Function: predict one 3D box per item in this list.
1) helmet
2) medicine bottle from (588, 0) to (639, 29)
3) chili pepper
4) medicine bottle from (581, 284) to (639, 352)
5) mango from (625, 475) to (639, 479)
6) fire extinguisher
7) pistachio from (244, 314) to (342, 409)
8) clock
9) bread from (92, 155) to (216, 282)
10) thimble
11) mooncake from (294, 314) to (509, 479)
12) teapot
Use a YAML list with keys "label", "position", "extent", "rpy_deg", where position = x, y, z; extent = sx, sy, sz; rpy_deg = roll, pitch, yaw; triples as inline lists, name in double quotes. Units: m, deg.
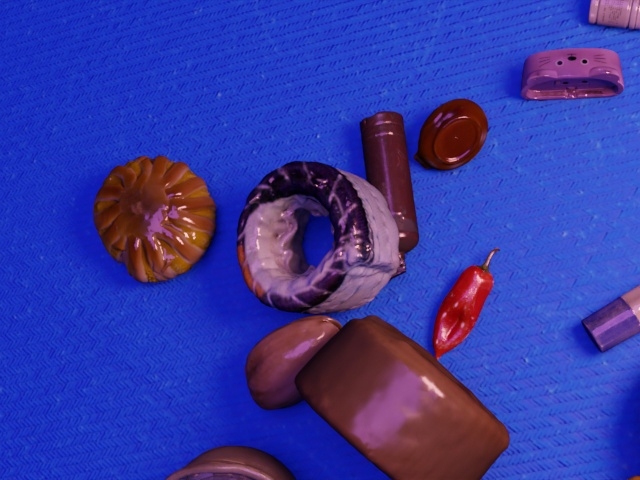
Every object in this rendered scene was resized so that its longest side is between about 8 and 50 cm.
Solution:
- label: "helmet"
  position: [-0.096, 0.376, 1.443]
  extent: [0.258, 0.137, 0.204]
  rpy_deg: [26, 120, 2]
- label: "medicine bottle"
  position: [0.463, -0.357, 1.536]
  extent: [0.091, 0.058, 0.058]
  rpy_deg: [11, 79, 16]
- label: "chili pepper"
  position: [0.214, 0.092, 1.484]
  extent: [0.059, 0.050, 0.191]
  rpy_deg: [28, 91, 2]
- label: "medicine bottle"
  position: [0.485, 0.078, 1.419]
  extent: [0.231, 0.059, 0.059]
  rpy_deg: [-31, 71, 4]
- label: "mango"
  position: [0.437, 0.423, 1.285]
  extent: [0.136, 0.166, 0.236]
  rpy_deg: [0, 76, -16]
- label: "fire extinguisher"
  position: [0.100, -0.062, 1.539]
  extent: [0.089, 0.072, 0.267]
  rpy_deg: [-7, 74, 2]
- label: "pistachio"
  position: [-0.040, 0.181, 1.481]
  extent: [0.126, 0.108, 0.185]
  rpy_deg: [35, 114, -18]
- label: "clock"
  position: [0.378, -0.253, 1.503]
  extent: [0.153, 0.110, 0.050]
  rpy_deg: [-1, 79, 12]
- label: "bread"
  position: [-0.269, -0.041, 1.607]
  extent: [0.214, 0.105, 0.213]
  rpy_deg: [-3, 72, 11]
- label: "thimble"
  position: [0.000, 0.000, 1.473]
  extent: [0.237, 0.150, 0.237]
  rpy_deg: [-4, 83, 36]
- label: "mooncake"
  position: [0.114, 0.225, 1.350]
  extent: [0.284, 0.284, 0.155]
  rpy_deg: [38, 87, 19]
- label: "teapot"
  position: [0.199, -0.163, 1.546]
  extent: [0.098, 0.078, 0.129]
  rpy_deg: [36, 103, -20]
